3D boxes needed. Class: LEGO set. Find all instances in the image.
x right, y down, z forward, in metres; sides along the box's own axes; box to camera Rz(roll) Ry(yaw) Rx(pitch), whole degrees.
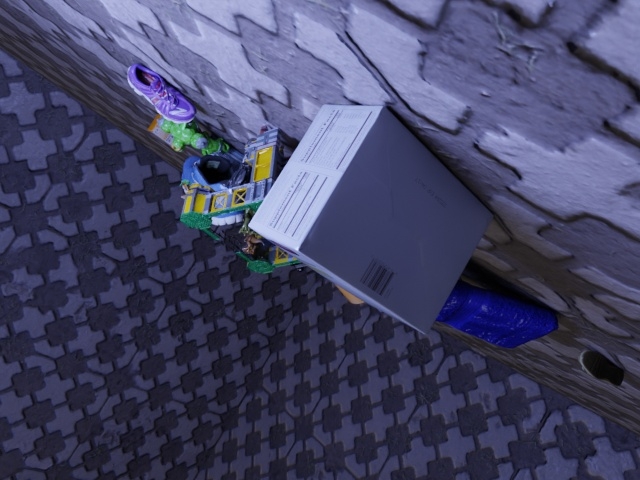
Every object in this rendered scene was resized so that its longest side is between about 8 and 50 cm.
[{"bbox_3d":[-0.113,-0.085,1.104,0.254,0.192,0.331,-17,145,33],"label":"LEGO set"}]

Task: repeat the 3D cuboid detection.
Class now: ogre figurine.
[{"bbox_3d":[-0.346,-0.281,1.396,0.197,0.097,0.118,46,-167,1],"label":"ogre figurine"}]

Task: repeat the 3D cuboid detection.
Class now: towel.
[{"bbox_3d":[0.334,0.160,1.190,0.308,0.076,0.228,18,164,2],"label":"towel"}]

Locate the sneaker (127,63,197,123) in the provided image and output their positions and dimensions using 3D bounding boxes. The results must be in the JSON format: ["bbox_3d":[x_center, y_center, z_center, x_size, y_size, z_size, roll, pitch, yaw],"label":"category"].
[{"bbox_3d":[-0.351,-0.322,1.177,0.169,0.068,0.071,34,168,-15],"label":"sneaker"}]

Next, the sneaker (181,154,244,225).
[{"bbox_3d":[-0.279,-0.168,1.412,0.129,0.147,0.330,-13,-148,-28],"label":"sneaker"}]

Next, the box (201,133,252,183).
[{"bbox_3d":[-0.226,-0.203,1.555,0.232,0.059,0.183,33,175,-2],"label":"box"}]

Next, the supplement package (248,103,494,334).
[{"bbox_3d":[0.075,-0.027,0.745,0.261,0.204,0.145,35,174,-33],"label":"supplement package"}]

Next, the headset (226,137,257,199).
[{"bbox_3d":[-0.071,-0.117,1.315,0.243,0.185,0.394,27,-172,34],"label":"headset"}]

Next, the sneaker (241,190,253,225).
[{"bbox_3d":[-0.217,-0.135,1.762,0.146,0.123,0.330,4,-150,-37],"label":"sneaker"}]

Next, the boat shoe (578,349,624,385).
[{"bbox_3d":[0.651,0.298,1.260,0.153,0.056,0.048,26,172,-24],"label":"boat shoe"}]

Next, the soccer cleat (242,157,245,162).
[{"bbox_3d":[-0.165,-0.197,1.402,0.083,0.036,0.029,33,174,-8],"label":"soccer cleat"}]

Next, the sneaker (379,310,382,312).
[{"bbox_3d":[0.176,0.159,1.721,0.125,0.104,0.262,32,177,4],"label":"sneaker"}]

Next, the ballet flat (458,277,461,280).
[{"bbox_3d":[0.319,0.128,1.360,0.077,0.091,0.241,34,177,17],"label":"ballet flat"}]

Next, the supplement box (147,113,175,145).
[{"bbox_3d":[-0.487,-0.345,1.696,0.036,0.062,0.098,23,171,47],"label":"supplement box"}]

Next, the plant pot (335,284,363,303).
[{"bbox_3d":[0.071,-0.022,0.976,0.188,0.205,0.205,49,171,-9],"label":"plant pot"}]
